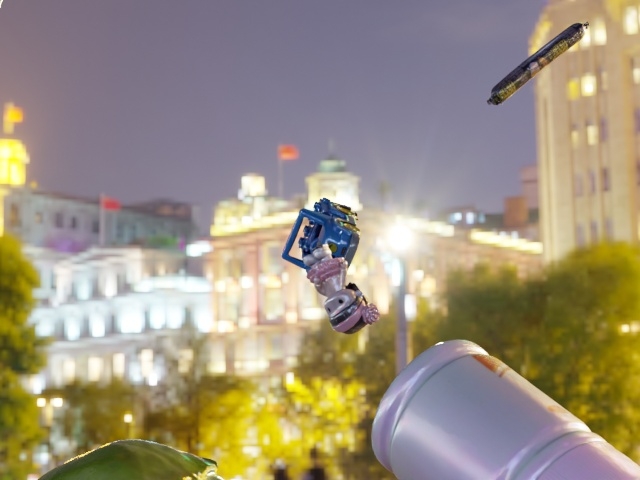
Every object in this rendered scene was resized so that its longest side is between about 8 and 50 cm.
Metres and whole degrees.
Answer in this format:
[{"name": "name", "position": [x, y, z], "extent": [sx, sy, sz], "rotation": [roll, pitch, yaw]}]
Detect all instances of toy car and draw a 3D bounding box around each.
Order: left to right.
[{"name": "toy car", "position": [0.000, 0.000, 1.942], "extent": [0.100, 0.097, 0.191], "rotation": [20, 15, -11]}]

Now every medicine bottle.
[{"name": "medicine bottle", "position": [0.232, 0.281, 1.579], "extent": [0.202, 0.202, 0.316], "rotation": [9, 22, -46]}]

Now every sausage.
[{"name": "sausage", "position": [0.289, -0.236, 1.718], "extent": [0.198, 0.028, 0.025], "rotation": [-38, 14, -22]}]

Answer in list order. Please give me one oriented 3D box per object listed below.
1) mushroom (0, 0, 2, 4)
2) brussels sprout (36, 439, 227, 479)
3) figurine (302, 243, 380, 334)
[{"name": "mushroom", "position": [-0.401, -0.440, 1.830], "extent": [0.397, 0.126, 0.177], "rotation": [-37, -7, 0]}, {"name": "brussels sprout", "position": [-0.209, 0.386, 1.474], "extent": [0.328, 0.328, 0.247], "rotation": [-5, 1, 25]}, {"name": "figurine", "position": [0.029, 0.065, 1.742], "extent": [0.072, 0.129, 0.054], "rotation": [-34, -17, 23]}]
